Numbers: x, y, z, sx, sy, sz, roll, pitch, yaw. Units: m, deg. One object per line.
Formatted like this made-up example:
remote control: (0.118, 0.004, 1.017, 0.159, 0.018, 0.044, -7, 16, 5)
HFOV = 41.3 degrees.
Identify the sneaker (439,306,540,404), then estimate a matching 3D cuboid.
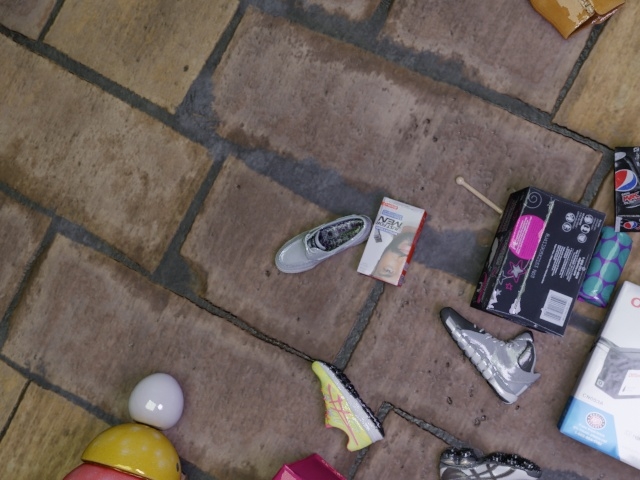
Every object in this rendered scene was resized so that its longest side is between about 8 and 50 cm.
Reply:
sneaker: (0.347, 0.198, 1.677, 0.132, 0.086, 0.228, -38, 84, 1)

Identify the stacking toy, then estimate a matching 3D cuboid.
stacking toy: (-0.396, 0.497, 1.730, 0.350, 0.350, 0.480, 12, 69, 16)

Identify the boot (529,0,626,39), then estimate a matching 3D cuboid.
boot: (0.559, -0.567, 1.737, 0.295, 0.104, 0.211, -41, 79, 10)

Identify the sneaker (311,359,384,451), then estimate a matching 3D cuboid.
sneaker: (0.036, 0.338, 1.728, 0.094, 0.081, 0.208, -38, 75, 8)

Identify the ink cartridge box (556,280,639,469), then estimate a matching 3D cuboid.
ink cartridge box: (0.604, 0.258, 1.569, 0.223, 0.129, 0.307, 24, 88, 17)

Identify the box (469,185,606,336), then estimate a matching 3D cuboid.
box: (0.415, 0.042, 1.631, 0.163, 0.142, 0.247, 20, 88, -2)

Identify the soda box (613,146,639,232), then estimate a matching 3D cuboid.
soda box: (0.593, -0.100, 1.634, 0.053, 0.060, 0.169, 0, 57, 17)

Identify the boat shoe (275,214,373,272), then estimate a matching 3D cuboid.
boat shoe: (0.001, 0.001, 1.789, 0.227, 0.081, 0.079, -24, 76, 9)

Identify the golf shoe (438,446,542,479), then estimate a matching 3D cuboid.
golf shoe: (0.328, 0.457, 1.642, 0.198, 0.077, 0.094, 1, 87, 24)

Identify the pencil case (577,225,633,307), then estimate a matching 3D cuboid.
pencil case: (0.551, 0.052, 1.650, 0.064, 0.070, 0.151, 26, 85, -18)

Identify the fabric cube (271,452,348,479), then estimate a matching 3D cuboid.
fabric cube: (-0.023, 0.592, 1.612, 0.259, 0.254, 0.258, 37, 92, 17)

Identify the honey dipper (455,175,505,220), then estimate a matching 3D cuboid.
honey dipper: (0.341, -0.081, 1.743, 0.161, 0.030, 0.030, 40, 92, 18)

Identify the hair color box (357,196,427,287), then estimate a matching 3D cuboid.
hair color box: (0.149, 0.004, 1.766, 0.093, 0.053, 0.167, 19, 87, 15)
